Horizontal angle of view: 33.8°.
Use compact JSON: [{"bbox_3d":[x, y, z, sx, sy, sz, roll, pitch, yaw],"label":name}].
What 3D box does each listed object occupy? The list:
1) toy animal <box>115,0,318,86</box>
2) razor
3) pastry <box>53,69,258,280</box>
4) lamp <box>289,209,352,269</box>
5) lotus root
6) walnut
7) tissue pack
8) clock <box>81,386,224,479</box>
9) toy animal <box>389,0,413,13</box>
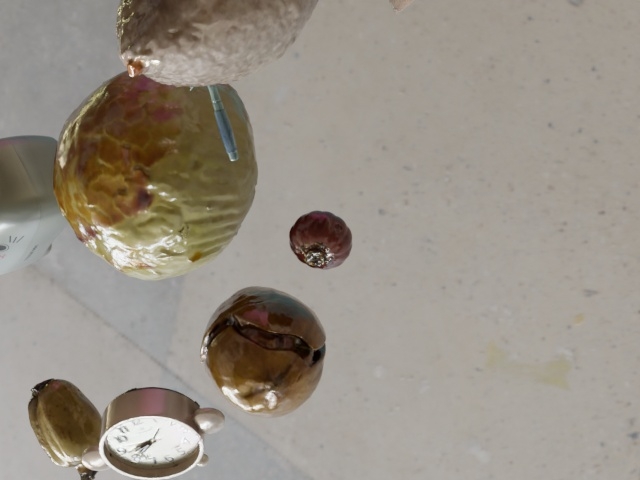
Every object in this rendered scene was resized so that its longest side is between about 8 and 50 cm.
[{"bbox_3d":[-0.123,-0.285,1.270,0.226,0.358,0.188,-22,105,51],"label":"toy animal"},{"bbox_3d":[-0.149,-0.186,1.611,0.040,0.068,0.135,-5,113,31],"label":"razor"},{"bbox_3d":[-0.296,-0.127,1.840,0.388,0.313,0.388,-15,72,60],"label":"pastry"},{"bbox_3d":[0.000,0.000,1.640,0.101,0.090,0.101,7,128,9],"label":"lamp"},{"bbox_3d":[-0.469,0.360,1.985,0.221,0.118,0.125,58,142,0],"label":"lotus root"},{"bbox_3d":[-0.098,0.175,1.761,0.336,0.209,0.209,-133,49,-80],"label":"walnut"},{"bbox_3d":[-0.682,-0.069,2.252,0.333,0.236,0.229,-40,73,47],"label":"tissue pack"},{"bbox_3d":[-0.244,0.283,1.543,0.229,0.155,0.063,-21,41,15],"label":"clock"},{"bbox_3d":[0.076,-0.453,1.440,0.166,0.250,0.154,-34,29,53],"label":"toy animal"}]
